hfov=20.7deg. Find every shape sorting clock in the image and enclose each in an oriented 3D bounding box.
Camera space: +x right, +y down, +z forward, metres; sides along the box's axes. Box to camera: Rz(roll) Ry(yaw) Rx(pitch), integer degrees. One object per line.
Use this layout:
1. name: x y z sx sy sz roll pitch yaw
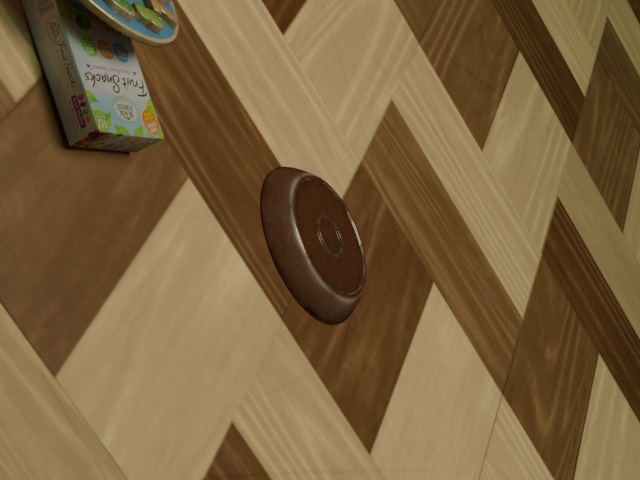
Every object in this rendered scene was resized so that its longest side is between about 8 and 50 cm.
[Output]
1. shape sorting clock: -0.195 -0.250 1.509 0.206 0.040 0.206 39 23 -21

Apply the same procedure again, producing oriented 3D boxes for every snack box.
1. snack box: -0.194 -0.148 1.492 0.100 0.037 0.141 0 68 -61

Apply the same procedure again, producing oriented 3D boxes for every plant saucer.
1. plant saucer: 0.000 0.000 1.753 0.168 0.029 0.168 44 34 -40
